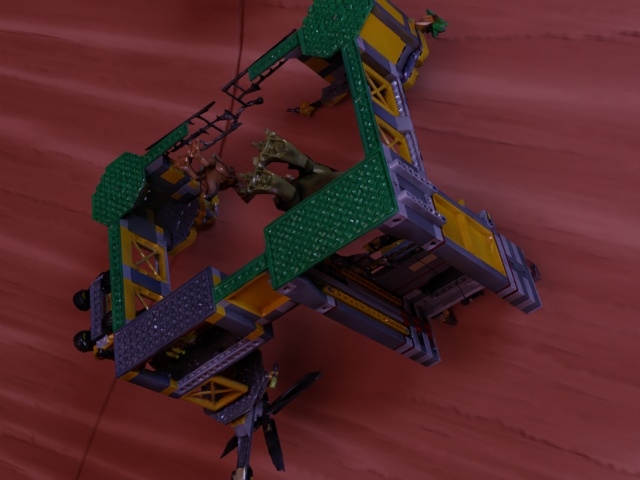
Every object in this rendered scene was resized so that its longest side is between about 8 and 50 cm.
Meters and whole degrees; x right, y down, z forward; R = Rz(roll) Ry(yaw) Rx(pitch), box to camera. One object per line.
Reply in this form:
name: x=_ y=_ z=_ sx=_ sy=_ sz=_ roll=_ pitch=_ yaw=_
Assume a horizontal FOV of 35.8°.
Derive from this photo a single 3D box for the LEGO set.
LEGO set: x=0.000 y=0.000 z=0.715 sx=0.331 sy=0.192 sz=0.255 roll=-39 pitch=46 yaw=21
